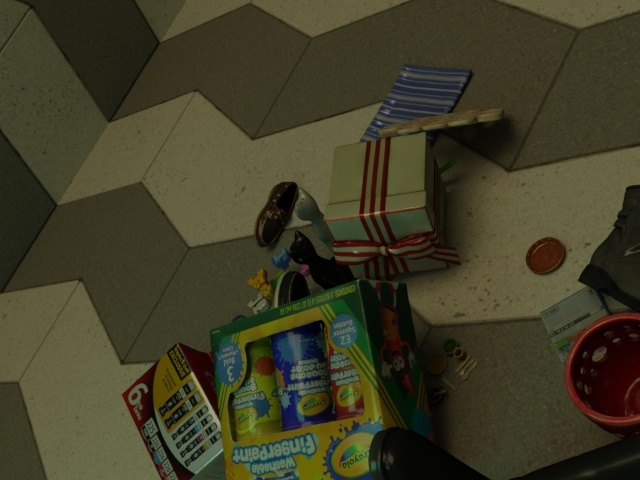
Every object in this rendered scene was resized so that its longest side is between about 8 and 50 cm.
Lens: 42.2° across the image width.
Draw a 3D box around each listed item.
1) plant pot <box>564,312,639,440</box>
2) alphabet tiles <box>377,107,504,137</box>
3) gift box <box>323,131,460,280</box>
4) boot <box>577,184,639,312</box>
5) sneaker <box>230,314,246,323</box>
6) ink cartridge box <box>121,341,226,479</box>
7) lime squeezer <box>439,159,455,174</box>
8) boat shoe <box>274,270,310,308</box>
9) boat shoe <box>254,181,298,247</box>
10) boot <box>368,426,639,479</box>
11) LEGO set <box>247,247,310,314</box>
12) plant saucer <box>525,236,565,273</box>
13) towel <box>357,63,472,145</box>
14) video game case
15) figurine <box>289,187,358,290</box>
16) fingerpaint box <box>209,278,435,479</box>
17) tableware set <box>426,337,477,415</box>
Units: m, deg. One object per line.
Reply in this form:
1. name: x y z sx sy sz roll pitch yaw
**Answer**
1. plant pot: 0.519 0.237 1.343 0.191 0.174 0.191 -26 44 28
2. alphabet tiles: 0.282 -0.274 1.929 0.284 0.021 0.278 -7 12 16
3. gift box: 0.170 -0.053 1.860 0.255 0.276 0.258 -11 49 23
4. boot: 0.579 0.015 1.408 0.222 0.118 0.338 -65 21 6
5. sneaker: -0.213 0.292 2.103 0.082 0.069 0.209 6 65 33
6. ink cartridge box: -0.288 0.408 1.969 0.272 0.130 0.309 -43 56 9
7. lime squeezer: 0.204 -0.158 2.037 0.310 0.059 0.109 13 90 45
8. boat shoe: -0.033 0.213 1.937 0.113 0.127 0.340 -22 49 30
9. boat shoe: -0.121 -0.076 2.288 0.073 0.073 0.207 -7 56 43
10. boot: 0.349 0.367 1.263 0.445 0.367 0.146 -24 32 33
11. LEGO set: -0.112 0.109 2.126 0.227 0.087 0.093 -43 39 12
12. plant saucer: 0.459 0.032 1.690 0.083 0.013 0.083 -26 45 29
13. towel: 0.226 -0.320 2.170 0.243 0.040 0.336 19 74 49
14. video game case: 0.491 0.172 1.548 0.119 0.015 0.166 -33 42 20
15. figurine: 0.000 0.000 2.003 0.092 0.209 0.214 -23 47 31
16. fingerpaint box: -0.013 0.314 1.679 0.445 0.163 0.371 -21 71 39
17. tableware set: 0.243 0.275 1.702 0.154 0.024 0.104 -49 39 3
